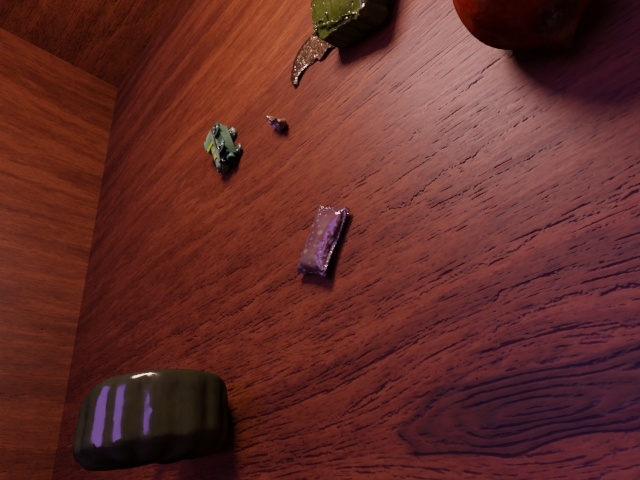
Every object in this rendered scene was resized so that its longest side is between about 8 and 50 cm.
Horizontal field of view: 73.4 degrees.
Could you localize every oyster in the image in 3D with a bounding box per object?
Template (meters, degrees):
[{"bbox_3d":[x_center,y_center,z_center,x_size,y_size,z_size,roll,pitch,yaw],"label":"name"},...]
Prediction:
[{"bbox_3d":[-0.137,-0.376,1.325,0.038,0.080,0.083,-43,77,-5],"label":"oyster"}]

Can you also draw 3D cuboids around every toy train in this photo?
[{"bbox_3d":[-0.348,-0.327,1.525,0.132,0.083,0.200,-53,42,33],"label":"toy train"}]

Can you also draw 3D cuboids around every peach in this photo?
[{"bbox_3d":[0.346,-0.428,0.723,0.232,0.232,0.256,-23,90,39],"label":"peach"}]

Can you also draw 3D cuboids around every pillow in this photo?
[{"bbox_3d":[0.000,0.000,1.028,0.118,0.043,0.185,8,79,51],"label":"pillow"}]

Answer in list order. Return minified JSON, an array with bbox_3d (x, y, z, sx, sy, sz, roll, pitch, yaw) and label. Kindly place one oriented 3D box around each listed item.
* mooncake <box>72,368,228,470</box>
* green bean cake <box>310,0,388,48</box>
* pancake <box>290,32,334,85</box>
[{"bbox_3d":[-0.387,0.435,1.026,0.351,0.351,0.187,-33,51,34],"label":"mooncake"},{"bbox_3d":[0.072,-0.646,1.146,0.214,0.113,0.200,-8,87,49],"label":"green bean cake"},{"bbox_3d":[-0.024,-0.568,1.322,0.190,0.020,0.184,9,79,50],"label":"pancake"}]
